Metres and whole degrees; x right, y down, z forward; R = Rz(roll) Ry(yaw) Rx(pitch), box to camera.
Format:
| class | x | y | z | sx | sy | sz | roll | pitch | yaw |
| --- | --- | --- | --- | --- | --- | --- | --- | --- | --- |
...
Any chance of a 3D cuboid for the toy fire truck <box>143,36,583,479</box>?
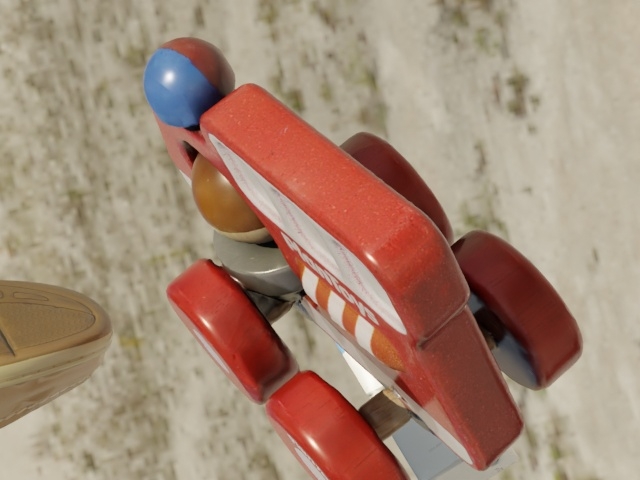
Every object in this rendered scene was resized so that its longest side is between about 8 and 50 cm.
| class | x | y | z | sx | sy | sz | roll | pitch | yaw |
| --- | --- | --- | --- | --- | --- | --- | --- | --- | --- |
| toy fire truck | 0.000 | 0.000 | 0.865 | 0.302 | 0.169 | 0.254 | 43 | 167 | 42 |

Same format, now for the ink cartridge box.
| class | x | y | z | sx | sy | sz | roll | pitch | yaw |
| --- | --- | --- | --- | --- | --- | --- | --- | --- | --- |
| ink cartridge box | 0.096 | 0.141 | 1.436 | 0.191 | 0.082 | 0.139 | 60 | -173 | 23 |

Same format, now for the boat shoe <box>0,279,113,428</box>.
| class | x | y | z | sx | sy | sz | roll | pitch | yaw |
| --- | --- | --- | --- | --- | --- | --- | --- | --- | --- |
| boat shoe | -0.292 | 0.116 | 0.956 | 0.121 | 0.341 | 0.110 | 38 | 137 | 50 |
